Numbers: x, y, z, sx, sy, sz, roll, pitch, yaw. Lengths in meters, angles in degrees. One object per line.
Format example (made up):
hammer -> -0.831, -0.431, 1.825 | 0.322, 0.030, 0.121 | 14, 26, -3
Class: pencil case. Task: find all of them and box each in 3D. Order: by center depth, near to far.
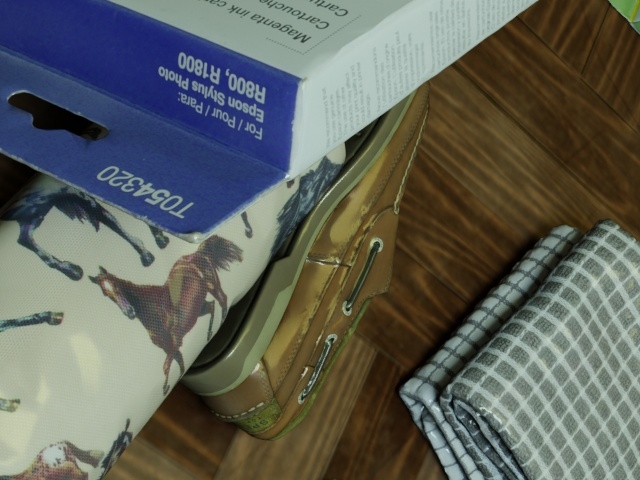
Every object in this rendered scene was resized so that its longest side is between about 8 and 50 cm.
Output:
pencil case -> -0.151, 0.022, 1.024 | 0.183, 0.160, 0.410 | 40, 60, -3

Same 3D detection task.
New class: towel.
towel -> 0.224, 0.157, 1.323 | 0.235, 0.121, 0.283 | -45, 111, -32

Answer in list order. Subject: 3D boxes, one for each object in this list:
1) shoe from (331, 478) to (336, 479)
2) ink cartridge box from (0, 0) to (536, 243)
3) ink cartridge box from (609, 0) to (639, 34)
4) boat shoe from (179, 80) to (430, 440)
shoe -> -0.031, 0.238, 1.141 | 0.219, 0.076, 0.058 | -32, 90, -50
ink cartridge box -> -0.078, -0.156, 1.012 | 0.330, 0.324, 0.071 | -37, 137, -36
ink cartridge box -> 0.354, -0.216, 1.509 | 0.209, 0.062, 0.109 | 40, 63, -26
boat shoe -> 0.000, 0.000, 1.189 | 0.104, 0.111, 0.307 | 45, 68, -34
